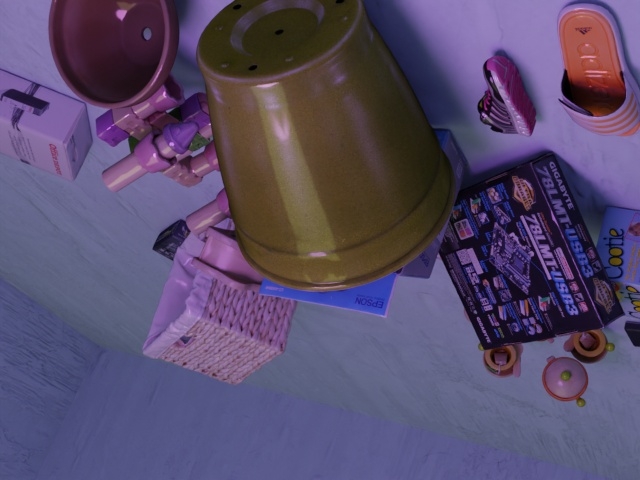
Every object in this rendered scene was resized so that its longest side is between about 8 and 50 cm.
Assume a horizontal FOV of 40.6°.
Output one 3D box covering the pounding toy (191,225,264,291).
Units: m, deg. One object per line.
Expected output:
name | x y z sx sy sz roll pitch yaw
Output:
pounding toy | -0.111 -0.001 1.609 0.154 0.155 0.269 32 -168 32

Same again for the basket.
basket | -0.227 0.140 2.103 0.266 0.331 0.328 27 145 -17

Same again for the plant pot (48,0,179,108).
plant pot | -0.304 -0.329 1.368 0.237 0.237 0.110 10 -166 27

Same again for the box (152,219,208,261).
box | -0.324 0.038 2.369 0.233 0.059 0.183 30 156 -19

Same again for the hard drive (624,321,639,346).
hard drive | 0.734 0.210 1.865 0.135 0.022 0.094 4 152 36

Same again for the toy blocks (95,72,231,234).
toy blocks | -0.220 -0.223 1.535 0.260 0.309 0.288 -29 148 21

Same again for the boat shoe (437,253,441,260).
boat shoe | 0.302 0.007 1.699 0.277 0.098 0.096 11 160 41

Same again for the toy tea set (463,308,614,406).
toy tea set | 0.468 0.228 1.921 0.336 0.200 0.124 19 167 19

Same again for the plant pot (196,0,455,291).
plant pot | -0.010 -0.175 1.272 0.366 0.366 0.353 9 144 27

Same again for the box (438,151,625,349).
box | 0.339 0.030 1.499 0.293 0.073 0.295 -26 89 55

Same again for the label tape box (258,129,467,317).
label tape box | 0.076 -0.024 1.481 0.249 0.347 0.115 7 155 32

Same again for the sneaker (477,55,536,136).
sneaker | 0.260 -0.206 1.273 0.075 0.063 0.170 0 155 30

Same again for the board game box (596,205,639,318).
board game box | 0.609 0.056 1.461 0.275 0.144 0.142 11 156 24

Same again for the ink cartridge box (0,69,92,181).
ink cartridge box | -0.653 -0.260 1.901 0.273 0.114 0.197 23 157 -1

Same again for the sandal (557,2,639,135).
sandal | 0.364 -0.205 1.166 0.102 0.076 0.265 6 153 34
